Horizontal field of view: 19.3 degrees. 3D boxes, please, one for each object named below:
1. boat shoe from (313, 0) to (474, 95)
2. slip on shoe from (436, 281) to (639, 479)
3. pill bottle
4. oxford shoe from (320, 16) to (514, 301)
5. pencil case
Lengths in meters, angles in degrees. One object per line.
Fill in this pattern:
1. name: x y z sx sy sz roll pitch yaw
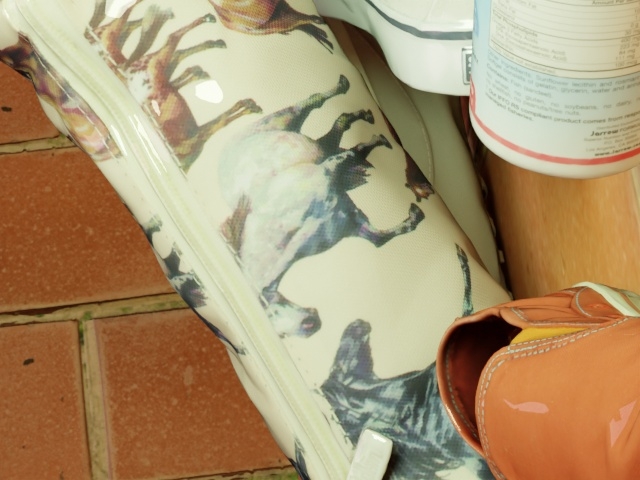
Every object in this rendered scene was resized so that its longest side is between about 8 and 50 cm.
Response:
1. boat shoe: 0.046 -0.196 1.033 0.367 0.136 0.156 -119 22 -69
2. slip on shoe: 0.119 0.081 0.787 0.331 0.101 0.123 -139 44 -80
3. pill bottle: 0.106 -0.110 0.761 0.087 0.087 0.160 -103 9 -49
4. oxford shoe: 0.064 0.019 1.210 0.169 0.130 0.449 -34 73 51
5. pencil case: -0.022 -0.008 1.003 0.410 0.160 0.183 56 -154 -3
